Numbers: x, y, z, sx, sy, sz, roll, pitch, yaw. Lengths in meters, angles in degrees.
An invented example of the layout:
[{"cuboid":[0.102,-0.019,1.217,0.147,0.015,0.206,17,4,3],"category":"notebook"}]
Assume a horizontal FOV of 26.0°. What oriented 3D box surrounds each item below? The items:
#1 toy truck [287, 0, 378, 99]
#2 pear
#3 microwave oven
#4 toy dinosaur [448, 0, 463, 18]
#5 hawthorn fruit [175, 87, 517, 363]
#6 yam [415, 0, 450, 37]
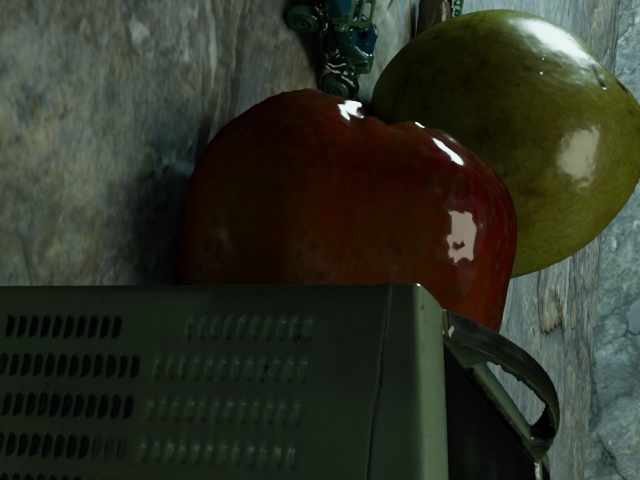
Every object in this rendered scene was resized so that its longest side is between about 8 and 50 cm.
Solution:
[{"cuboid":[0.027,-0.206,1.353,0.154,0.078,0.080,61,38,-56],"category":"toy truck"},{"cuboid":[0.210,-0.101,1.530,0.304,0.304,0.303,2,90,-70],"category":"pear"},{"cuboid":[-0.019,0.205,0.888,0.394,0.333,0.247,50,42,-61],"category":"microwave oven"},{"cuboid":[0.186,-0.305,1.801,0.129,0.076,0.382,13,76,-63],"category":"toy dinosaur"},{"cuboid":[0.020,0.025,1.100,0.275,0.275,0.299,-50,147,-60],"category":"hawthorn fruit"},{"cuboid":[0.132,-0.173,1.694,0.046,0.046,0.263,16,78,-70],"category":"yam"}]
